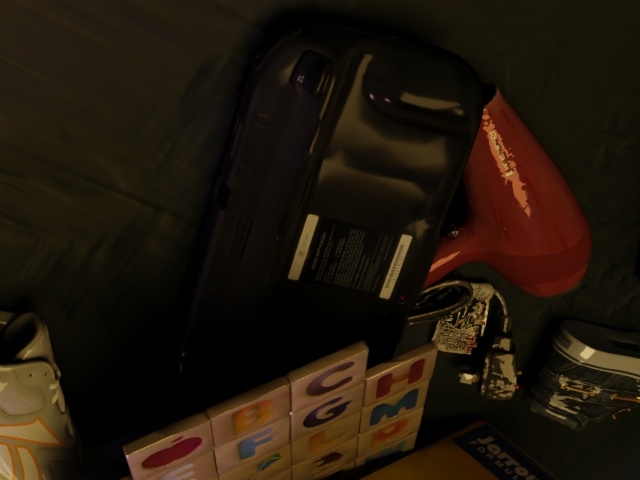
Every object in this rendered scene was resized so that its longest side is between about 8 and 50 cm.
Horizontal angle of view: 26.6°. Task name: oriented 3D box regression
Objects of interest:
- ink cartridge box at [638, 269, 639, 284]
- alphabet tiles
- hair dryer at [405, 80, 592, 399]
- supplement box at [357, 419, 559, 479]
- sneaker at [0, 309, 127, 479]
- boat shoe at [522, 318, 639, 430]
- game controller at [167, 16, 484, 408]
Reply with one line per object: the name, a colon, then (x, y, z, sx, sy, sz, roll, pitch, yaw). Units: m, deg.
ink cartridge box: (0.396, -0.079, 1.062, 0.223, 0.129, 0.307, -11, 126, -17)
alphabet tiles: (-0.049, 0.179, 1.014, 0.285, 0.011, 0.342, -22, 155, -12)
hair dryer: (0.100, 0.018, 1.025, 0.224, 0.080, 0.293, 2, 120, -24)
supplement box: (0.056, 0.321, 1.065, 0.356, 0.195, 0.194, -19, 134, -40)
sneaker: (-0.208, 0.117, 0.945, 0.121, 0.099, 0.262, -45, 130, 4)
boat shoe: (0.264, 0.127, 1.192, 0.183, 0.065, 0.083, 16, 116, -25)
game controller: (0.000, 0.000, 0.967, 0.166, 0.067, 0.319, 8, 120, -20)
